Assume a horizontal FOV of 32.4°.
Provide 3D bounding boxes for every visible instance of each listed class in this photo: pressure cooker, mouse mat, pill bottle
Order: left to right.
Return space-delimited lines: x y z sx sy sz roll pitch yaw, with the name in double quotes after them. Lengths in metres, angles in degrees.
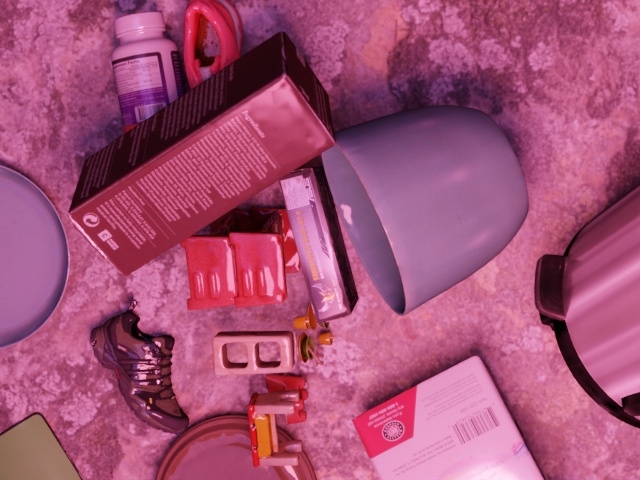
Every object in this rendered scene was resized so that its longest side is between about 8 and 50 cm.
-0.518 0.401 1.895 0.189 0.007 0.153 -32 91 7 "mouse mat"
-0.274 -0.260 1.755 0.108 0.108 0.194 -9 94 7 "pill bottle"
0.538 0.081 1.550 0.375 0.420 0.370 -35 83 -25 "pressure cooker"

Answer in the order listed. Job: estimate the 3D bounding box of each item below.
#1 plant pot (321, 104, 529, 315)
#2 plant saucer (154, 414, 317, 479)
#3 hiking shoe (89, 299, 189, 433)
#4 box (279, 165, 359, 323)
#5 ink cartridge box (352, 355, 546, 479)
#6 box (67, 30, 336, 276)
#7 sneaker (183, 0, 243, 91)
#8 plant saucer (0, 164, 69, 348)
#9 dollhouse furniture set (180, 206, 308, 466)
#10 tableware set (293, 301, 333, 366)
0.165 -0.068 1.644 0.235 0.293 0.293 -24 92 -9 "plant pot"
-0.141 0.424 1.793 0.277 0.041 0.278 0 87 5 "plant saucer"
-0.277 0.212 1.809 0.114 0.086 0.227 -39 89 12 "hiking shoe"
0.000 0.000 1.710 0.056 0.183 0.231 -14 94 7 "box"
0.218 0.363 1.689 0.226 0.131 0.306 -27 76 7 "ink cartridge box"
-0.172 -0.129 1.622 0.381 0.191 0.143 -32 116 15 "box"
-0.170 -0.232 1.731 0.115 0.136 0.314 -11 94 8 "sneaker"
-0.568 0.026 1.848 0.317 0.044 0.318 1 95 6 "plant saucer"
-0.111 0.146 1.735 0.152 0.201 0.374 -3 101 7 "dollhouse furniture set"
-0.008 0.144 1.733 0.024 0.154 0.104 -5 79 17 "tableware set"
